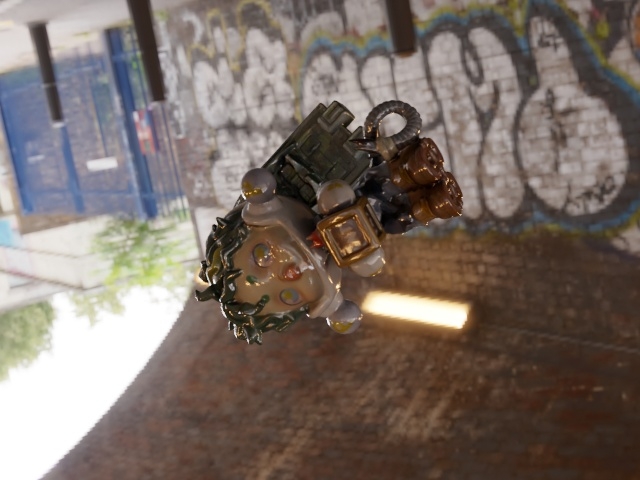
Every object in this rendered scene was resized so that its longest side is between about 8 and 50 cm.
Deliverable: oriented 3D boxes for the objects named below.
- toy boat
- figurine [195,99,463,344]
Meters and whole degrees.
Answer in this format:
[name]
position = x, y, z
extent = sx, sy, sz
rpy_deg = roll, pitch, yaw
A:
[toy boat]
position = -0.045, -0.076, 1.560
extent = 0.319, 0.141, 0.092
rpy_deg = -47, 160, 11
[figurine]
position = 0.001, 0.004, 1.307
extent = 0.382, 0.261, 0.186
rpy_deg = -26, -178, 23
